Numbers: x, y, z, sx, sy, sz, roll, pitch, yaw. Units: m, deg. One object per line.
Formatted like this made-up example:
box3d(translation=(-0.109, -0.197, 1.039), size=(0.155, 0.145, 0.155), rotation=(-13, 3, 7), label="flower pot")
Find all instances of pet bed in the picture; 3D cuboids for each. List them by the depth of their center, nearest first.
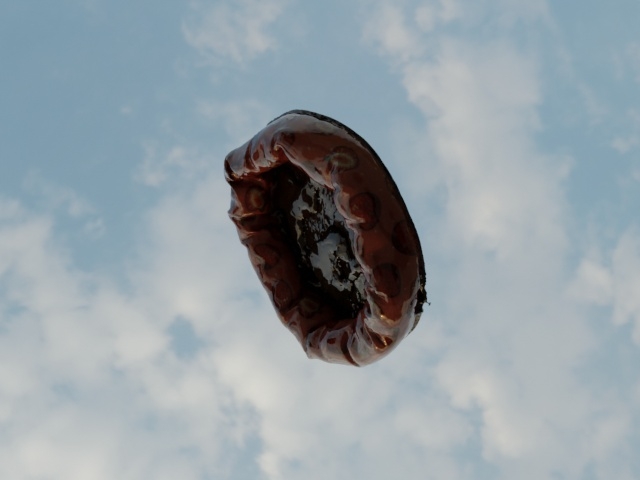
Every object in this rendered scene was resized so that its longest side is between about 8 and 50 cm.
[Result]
box3d(translation=(0.000, 0.000, 0.566), size=(0.053, 0.201, 0.201), rotation=(-27, -83, -31), label="pet bed")
